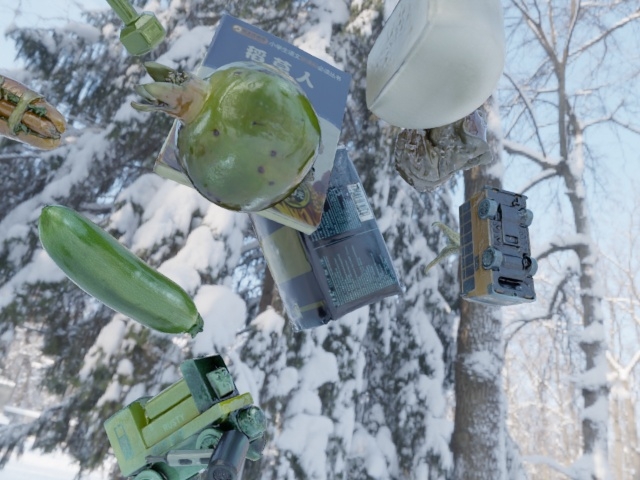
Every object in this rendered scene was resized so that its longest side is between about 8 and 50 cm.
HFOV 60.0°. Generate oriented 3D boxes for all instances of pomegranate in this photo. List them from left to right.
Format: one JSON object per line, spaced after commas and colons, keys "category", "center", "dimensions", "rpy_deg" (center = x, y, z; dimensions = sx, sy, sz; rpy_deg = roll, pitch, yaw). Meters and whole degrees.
{"category": "pomegranate", "center": [-0.110, -0.131, 0.697], "dimensions": [0.198, 0.198, 0.246], "rpy_deg": [-6, -2, 35]}

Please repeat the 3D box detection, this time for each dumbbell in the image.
{"category": "dumbbell", "center": [-0.494, -0.586, 1.305], "dimensions": [0.108, 0.121, 0.302], "rpy_deg": [13, -34, 46]}

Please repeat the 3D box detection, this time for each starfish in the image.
{"category": "starfish", "center": [0.335, 0.009, 1.336], "dimensions": [0.224, 0.050, 0.217], "rpy_deg": [30, -63, -35]}

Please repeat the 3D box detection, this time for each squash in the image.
{"category": "squash", "center": [-0.351, 0.078, 1.012], "dimensions": [0.107, 0.107, 0.395], "rpy_deg": [-6, -38, 35]}

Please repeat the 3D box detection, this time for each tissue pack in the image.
{"category": "tissue pack", "center": [0.000, 0.000, 1.423], "dimensions": [0.264, 0.416, 0.253], "rpy_deg": [-20, -6, -31]}

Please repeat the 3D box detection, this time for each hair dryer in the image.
{"category": "hair dryer", "center": [-0.237, 0.407, 1.028], "dimensions": [0.198, 0.056, 0.100], "rpy_deg": [-7, 13, 11]}

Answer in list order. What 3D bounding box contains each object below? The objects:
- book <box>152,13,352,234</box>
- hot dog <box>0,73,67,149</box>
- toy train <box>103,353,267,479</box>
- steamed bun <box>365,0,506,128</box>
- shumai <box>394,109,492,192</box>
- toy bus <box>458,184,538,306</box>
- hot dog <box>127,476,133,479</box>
{"category": "book", "center": [-0.105, -0.237, 1.064], "dimensions": [0.300, 0.427, 0.039], "rpy_deg": [21, -35, -14]}
{"category": "hot dog", "center": [-0.589, -0.249, 1.056], "dimensions": [0.270, 0.109, 0.072], "rpy_deg": [25, 7, 18]}
{"category": "toy train", "center": [-0.301, 0.427, 1.234], "dimensions": [0.397, 0.253, 0.160], "rpy_deg": [-36, -19, 20]}
{"category": "steamed bun", "center": [0.182, -0.278, 0.839], "dimensions": [0.164, 0.146, 0.241], "rpy_deg": [13, -25, -16]}
{"category": "shumai", "center": [0.261, -0.180, 1.145], "dimensions": [0.186, 0.183, 0.218], "rpy_deg": [11, -8, 18]}
{"category": "toy bus", "center": [0.277, 0.017, 0.886], "dimensions": [0.091, 0.181, 0.103], "rpy_deg": [12, -24, -18]}
{"category": "hot dog", "center": [-0.465, 0.645, 1.423], "dimensions": [0.082, 0.270, 0.162], "rpy_deg": [24, -16, -2]}
